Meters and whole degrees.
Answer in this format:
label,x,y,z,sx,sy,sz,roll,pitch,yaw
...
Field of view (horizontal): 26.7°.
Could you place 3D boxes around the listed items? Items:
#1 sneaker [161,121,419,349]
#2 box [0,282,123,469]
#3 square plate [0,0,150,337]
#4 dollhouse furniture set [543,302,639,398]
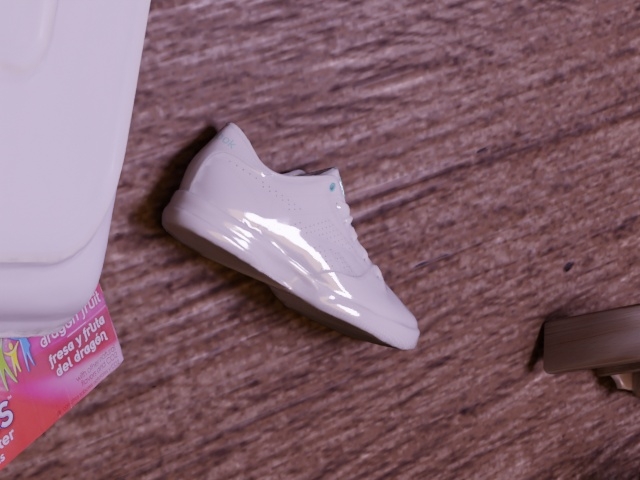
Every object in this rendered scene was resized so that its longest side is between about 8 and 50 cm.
label,x,y,z,sx,sy,sz,roll,pitch,yaw
sneaker,0.000,0.000,0.901,0.212,0.080,0.094,35,74,-32
box,-0.236,0.072,0.686,0.257,0.128,0.122,-43,127,-48
square plate,-0.151,-0.120,0.547,0.344,0.049,0.347,2,98,-70
dollhouse furniture set,0.263,0.186,1.031,0.161,0.212,0.242,16,69,-34
